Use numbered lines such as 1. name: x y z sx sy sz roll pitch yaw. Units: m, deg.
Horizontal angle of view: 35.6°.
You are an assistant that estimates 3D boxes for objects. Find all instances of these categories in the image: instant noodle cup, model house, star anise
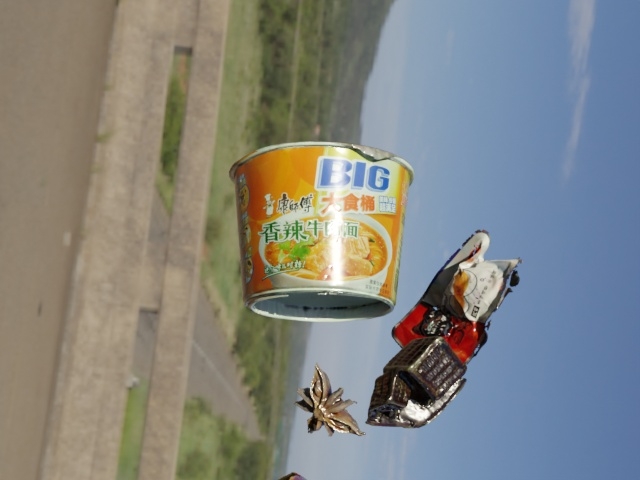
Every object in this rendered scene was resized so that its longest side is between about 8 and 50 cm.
1. instant noodle cup: 0.000 0.000 1.501 0.296 0.296 0.214 103 -12 -75
2. model house: 0.148 0.224 1.558 0.165 0.106 0.152 -45 162 -21
3. star anise: 0.009 0.254 1.587 0.056 0.124 0.129 -35 113 -50

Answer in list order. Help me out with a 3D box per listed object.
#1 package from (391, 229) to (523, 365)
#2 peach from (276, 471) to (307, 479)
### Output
1. package: 0.252 0.116 1.802 0.269 0.071 0.194 -60 -149 13
2. peach: -0.050 0.476 1.635 0.154 0.159 0.267 54 -13 5
